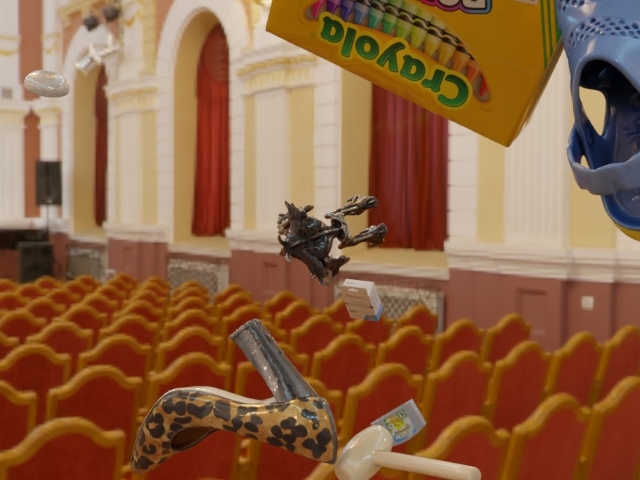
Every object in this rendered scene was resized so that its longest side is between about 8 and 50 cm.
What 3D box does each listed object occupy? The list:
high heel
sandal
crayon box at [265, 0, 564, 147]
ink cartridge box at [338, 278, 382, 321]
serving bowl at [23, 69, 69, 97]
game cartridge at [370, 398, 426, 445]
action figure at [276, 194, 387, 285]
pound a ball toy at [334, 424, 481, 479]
[{"bbox_3d":[-0.107,0.243,0.935,0.186,0.261,0.093,51,17,22],"label":"high heel"},{"bbox_3d":[0.272,-0.156,0.720,0.126,0.317,0.138,-16,-10,40],"label":"sandal"},{"bbox_3d":[0.138,-0.335,0.974,0.363,0.313,0.106,29,36,15],"label":"crayon box"},{"bbox_3d":[0.062,0.087,1.241,0.048,0.028,0.083,5,-39,25],"label":"ink cartridge box"},{"bbox_3d":[-0.515,-0.300,1.518,0.083,0.027,0.083,13,33,-8],"label":"serving bowl"},{"bbox_3d":[0.134,0.313,1.362,0.083,0.056,0.017,-31,1,-1],"label":"game cartridge"},{"bbox_3d":[0.000,0.000,1.486,0.275,0.164,0.141,-18,-12,-46],"label":"action figure"},{"bbox_3d":[0.132,0.330,0.805,0.135,0.208,0.319,-34,17,-26],"label":"pound a ball toy"}]
